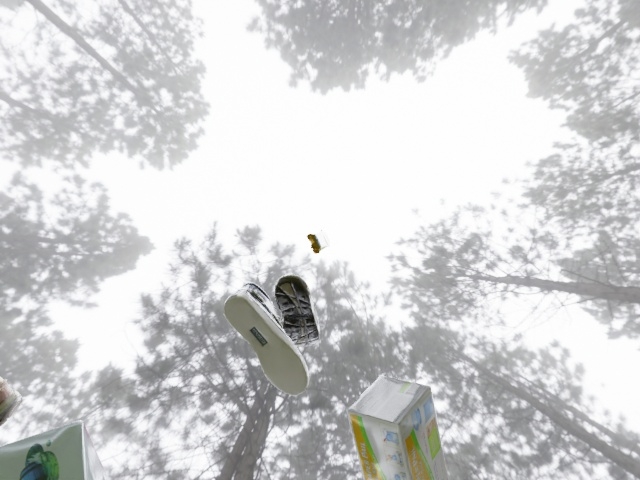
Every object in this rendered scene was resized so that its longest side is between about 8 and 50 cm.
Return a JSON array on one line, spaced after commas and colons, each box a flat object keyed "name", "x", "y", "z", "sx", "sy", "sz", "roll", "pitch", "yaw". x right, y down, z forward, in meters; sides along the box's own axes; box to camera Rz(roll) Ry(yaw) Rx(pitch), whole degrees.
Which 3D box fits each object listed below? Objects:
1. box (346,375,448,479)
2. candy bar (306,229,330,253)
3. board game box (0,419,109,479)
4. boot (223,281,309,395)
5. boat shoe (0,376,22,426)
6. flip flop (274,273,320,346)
[{"name": "box", "x": 0.136, "y": 0.357, "z": 0.746, "sx": 0.103, "sy": 0.114, "sz": 0.203, "roll": -2, "pitch": -74, "yaw": 41}, {"name": "candy bar", "x": 0.000, "y": 0.000, "z": 0.807, "sx": 0.018, "sy": 0.161, "sz": 0.040, "roll": -24, "pitch": -90, "yaw": 10}, {"name": "board game box", "x": -0.294, "y": 0.266, "z": 0.285, "sx": 0.304, "sy": 0.097, "sz": 0.223, "roll": -14, "pitch": -48, "yaw": -25}, {"name": "boot", "x": -0.075, "y": 0.152, "z": 0.706, "sx": 0.069, "sy": 0.086, "sz": 0.190, "roll": -31, "pitch": -84, "yaw": 15}, {"name": "boat shoe", "x": -0.681, "y": 0.304, "z": 0.719, "sx": 0.325, "sy": 0.123, "sz": 0.116, "roll": -25, "pitch": -73, "yaw": -14}, {"name": "flip flop", "x": -0.061, "y": 0.179, "z": 1.109, "sx": 0.112, "sy": 0.080, "sz": 0.277, "roll": -3, "pitch": -51, "yaw": 4}]
